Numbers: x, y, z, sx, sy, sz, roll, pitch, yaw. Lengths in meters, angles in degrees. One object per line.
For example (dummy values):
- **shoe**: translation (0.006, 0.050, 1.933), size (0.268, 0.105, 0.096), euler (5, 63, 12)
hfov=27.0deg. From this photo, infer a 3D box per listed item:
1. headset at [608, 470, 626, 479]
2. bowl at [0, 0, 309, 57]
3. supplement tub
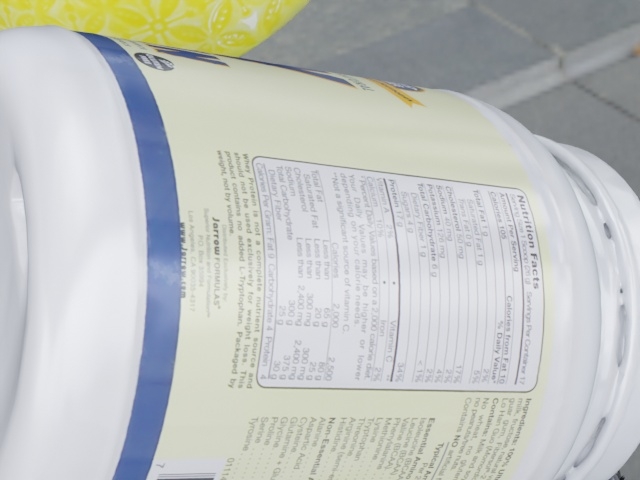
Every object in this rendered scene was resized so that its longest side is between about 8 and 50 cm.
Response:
- **headset**: translation (0.288, 0.272, 1.335), size (0.185, 0.394, 0.243), euler (-54, 28, 13)
- **bowl**: translation (-0.128, -0.249, 0.796), size (0.290, 0.156, 0.289), euler (-8, 63, 15)
- **supplement tub**: translation (-0.018, 0.034, 0.639), size (0.325, 0.235, 0.235), euler (5, 26, -33)
